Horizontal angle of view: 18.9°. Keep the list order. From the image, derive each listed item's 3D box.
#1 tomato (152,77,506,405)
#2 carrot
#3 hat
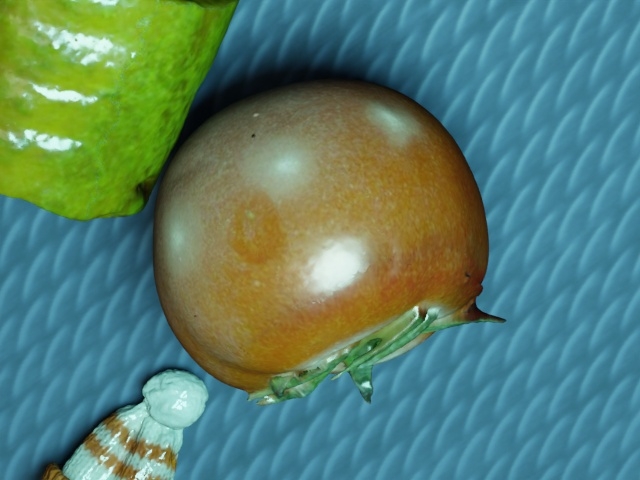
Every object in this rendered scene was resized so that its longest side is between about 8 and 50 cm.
[{"bbox_3d":[0.000,0.000,1.410,0.256,0.256,0.224,-21,75,8],"label":"tomato"},{"bbox_3d":[-0.185,-0.174,1.353,0.241,0.241,0.340,21,114,-8],"label":"carrot"},{"bbox_3d":[-0.149,0.175,1.575,0.112,0.093,0.162,33,89,-22],"label":"hat"}]
